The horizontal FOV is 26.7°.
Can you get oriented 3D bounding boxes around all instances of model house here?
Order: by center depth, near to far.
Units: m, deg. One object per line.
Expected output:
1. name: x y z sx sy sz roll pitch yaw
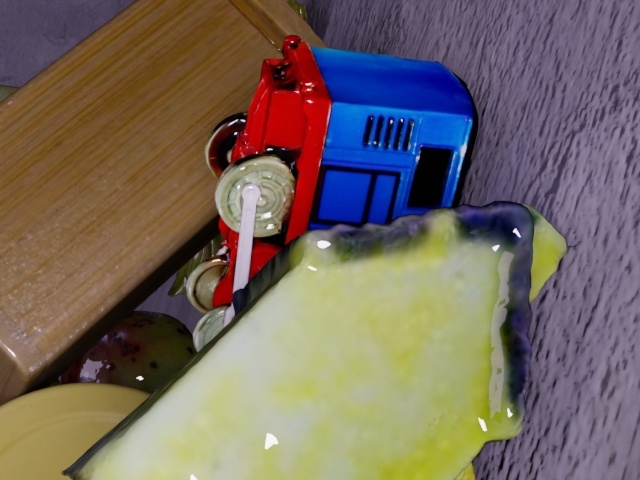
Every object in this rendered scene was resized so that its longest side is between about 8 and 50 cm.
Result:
1. model house: 0.018 0.084 0.587 0.211 0.170 0.194 -47 0 -16

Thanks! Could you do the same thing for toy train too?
1. toy train: 0.000 0.000 0.722 0.082 0.131 0.204 -109 27 -58

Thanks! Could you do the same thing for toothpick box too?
1. toothpick box: -0.147 -0.039 0.918 0.308 0.190 0.187 -43 0 -30

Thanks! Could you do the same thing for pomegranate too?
1. pomegranate: -0.166 0.139 1.187 0.129 0.129 0.159 -118 38 -71

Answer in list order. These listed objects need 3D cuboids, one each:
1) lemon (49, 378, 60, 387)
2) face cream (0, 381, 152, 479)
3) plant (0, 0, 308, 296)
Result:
1. lemon: -0.290 0.265 1.239 0.260 0.261 0.283 -168 85 -76
2. face cream: -0.160 0.218 0.858 0.179 0.218 0.218 132 152 -58
3. plant: -0.136 -0.100 1.231 0.261 0.297 0.305 50 -145 -71
